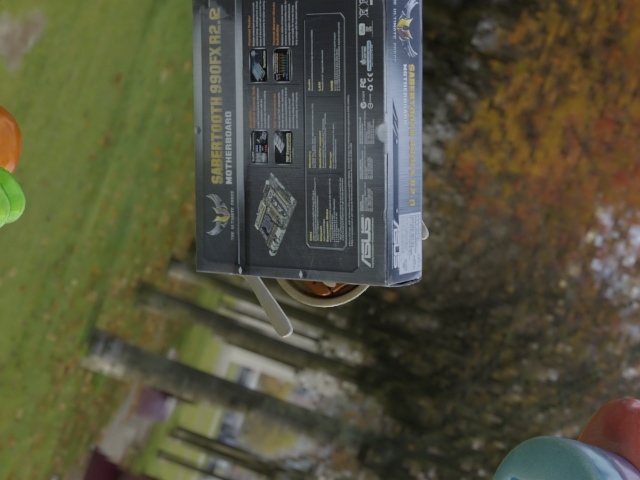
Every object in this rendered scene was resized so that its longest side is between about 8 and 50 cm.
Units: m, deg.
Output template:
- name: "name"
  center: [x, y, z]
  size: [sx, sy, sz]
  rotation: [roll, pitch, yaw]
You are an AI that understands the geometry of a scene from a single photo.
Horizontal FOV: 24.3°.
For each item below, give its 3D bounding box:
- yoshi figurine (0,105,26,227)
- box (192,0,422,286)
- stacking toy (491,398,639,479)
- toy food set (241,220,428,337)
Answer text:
- name: "yoshi figurine"
  center: [-0.245, 0.027, 0.798]
  size: [0.362, 0.203, 0.204]
  rotation: [-87, 167, -74]
- name: "box"
  center: [-0.012, -0.084, 1.146]
  size: [0.056, 0.183, 0.231]
  rotation: [-8, 99, -55]
- name: "stacking toy"
  center: [0.227, 0.180, 0.931]
  size: [0.309, 0.130, 0.280]
  rotation: [45, -59, 51]
- name: "toy food set"
  center: [0.000, 0.000, 1.463]
  size: [0.192, 0.132, 0.038]
  rotation: [-37, 162, 12]
